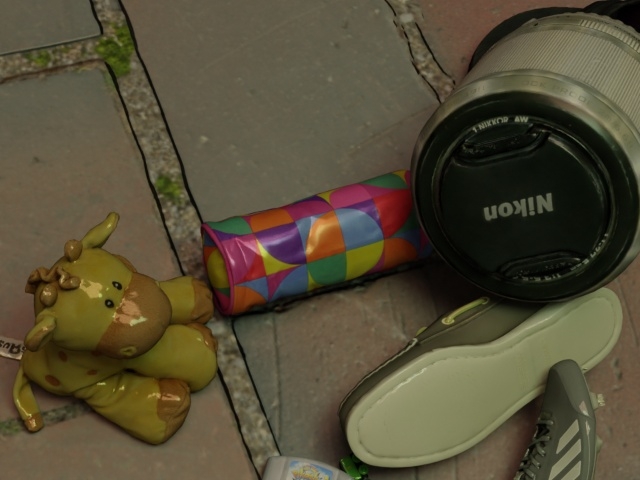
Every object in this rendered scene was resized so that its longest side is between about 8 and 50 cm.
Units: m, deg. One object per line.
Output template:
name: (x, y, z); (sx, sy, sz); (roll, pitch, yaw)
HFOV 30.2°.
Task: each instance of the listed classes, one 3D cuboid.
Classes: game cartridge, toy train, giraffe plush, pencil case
game cartridge: (-0.013, 0.223, 1.060); (0.083, 0.017, 0.056); (13, 60, 5)
toy train: (0.043, 0.230, 1.074); (0.023, 0.017, 0.083); (-25, 67, -12)
giraffe plush: (-0.189, 0.066, 1.032); (0.210, 0.170, 0.181); (0, 61, -11)
pencil case: (0.000, 0.000, 1.155); (0.236, 0.104, 0.104); (-15, 64, -21)

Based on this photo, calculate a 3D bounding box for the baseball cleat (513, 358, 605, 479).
baseball cleat: (0.198, 0.209, 1.061); (0.109, 0.072, 0.206); (1, 77, -9)

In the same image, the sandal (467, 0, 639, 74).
sandal: (0.381, -0.217, 1.346); (0.445, 0.107, 0.168); (-5, 61, -14)

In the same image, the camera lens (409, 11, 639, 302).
camera lens: (0.221, -0.085, 1.131); (0.219, 0.219, 0.274); (31, 34, 7)

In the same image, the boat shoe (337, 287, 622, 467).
boat shoe: (0.141, 0.115, 1.113); (0.305, 0.109, 0.091); (-23, 27, -22)
